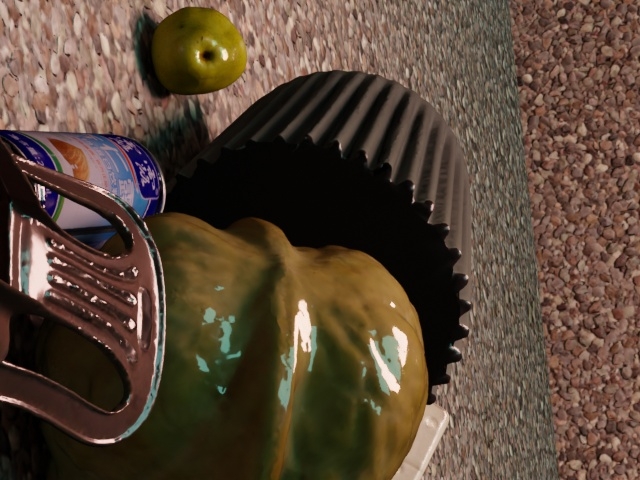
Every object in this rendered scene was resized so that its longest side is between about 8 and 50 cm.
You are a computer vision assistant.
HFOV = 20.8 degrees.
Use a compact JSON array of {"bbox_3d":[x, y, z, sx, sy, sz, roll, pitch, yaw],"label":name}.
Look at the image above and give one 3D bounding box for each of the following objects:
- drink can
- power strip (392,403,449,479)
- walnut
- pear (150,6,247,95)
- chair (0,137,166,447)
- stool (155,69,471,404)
[{"bbox_3d":[-0.199,-0.034,1.277,0.235,0.097,0.097,-8,89,-72],"label":"drink can"},{"bbox_3d":[0.024,0.249,1.611,0.338,0.098,0.058,-60,-177,-27],"label":"power strip"},{"bbox_3d":[-0.071,0.116,1.294,0.253,0.282,0.277,-57,173,-52],"label":"walnut"},{"bbox_3d":[-0.118,-0.178,1.638,0.097,0.092,0.092,4,-73,64],"label":"pear"},{"bbox_3d":[-0.225,0.018,1.021,0.326,0.183,0.176,55,32,-69],"label":"chair"},{"bbox_3d":[0.000,0.000,1.604,0.330,0.297,0.297,-67,145,-69],"label":"stool"}]
